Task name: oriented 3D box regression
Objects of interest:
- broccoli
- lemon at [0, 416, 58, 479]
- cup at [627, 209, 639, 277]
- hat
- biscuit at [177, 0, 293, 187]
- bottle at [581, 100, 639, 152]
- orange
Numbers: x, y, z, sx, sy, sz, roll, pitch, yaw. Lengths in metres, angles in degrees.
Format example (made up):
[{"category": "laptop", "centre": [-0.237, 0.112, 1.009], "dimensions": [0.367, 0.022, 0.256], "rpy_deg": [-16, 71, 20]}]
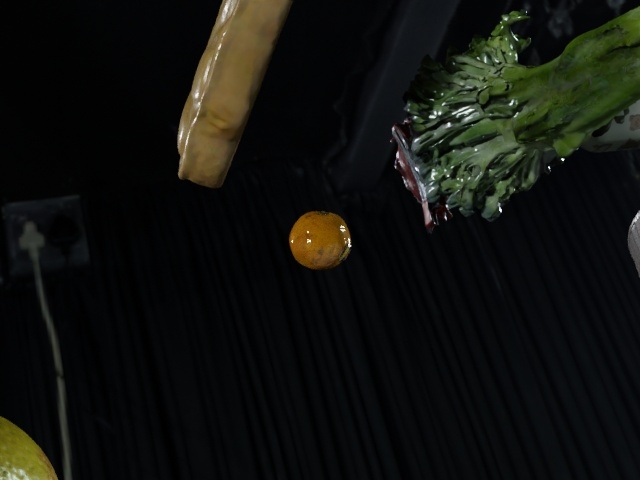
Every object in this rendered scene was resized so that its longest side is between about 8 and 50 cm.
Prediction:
[{"category": "broccoli", "centre": [0.188, -0.118, 0.740], "dimensions": [0.145, 0.165, 0.304], "rpy_deg": [-31, 5, -28]}, {"category": "lemon", "centre": [-0.408, 0.301, 0.972], "dimensions": [0.267, 0.267, 0.267], "rpy_deg": [-13, -25, -6]}, {"category": "cup", "centre": [0.579, 0.088, 1.239], "dimensions": [0.288, 0.273, 0.208], "rpy_deg": [37, -57, -24]}, {"category": "hat", "centre": [0.201, -0.112, 1.110], "dimensions": [0.227, 0.140, 0.129], "rpy_deg": [-19, -35, -20]}, {"category": "biscuit", "centre": [-0.059, -0.198, 0.802], "dimensions": [0.057, 0.312, 0.351], "rpy_deg": [21, -69, -7]}, {"category": "bottle", "centre": [0.342, -0.157, 1.034], "dimensions": [0.233, 0.110, 0.110], "rpy_deg": [-5, -25, 2]}, {"category": "orange", "centre": [-0.001, 0.000, 1.181], "dimensions": [0.083, 0.084, 0.083], "rpy_deg": [-13, -25, -6]}]
